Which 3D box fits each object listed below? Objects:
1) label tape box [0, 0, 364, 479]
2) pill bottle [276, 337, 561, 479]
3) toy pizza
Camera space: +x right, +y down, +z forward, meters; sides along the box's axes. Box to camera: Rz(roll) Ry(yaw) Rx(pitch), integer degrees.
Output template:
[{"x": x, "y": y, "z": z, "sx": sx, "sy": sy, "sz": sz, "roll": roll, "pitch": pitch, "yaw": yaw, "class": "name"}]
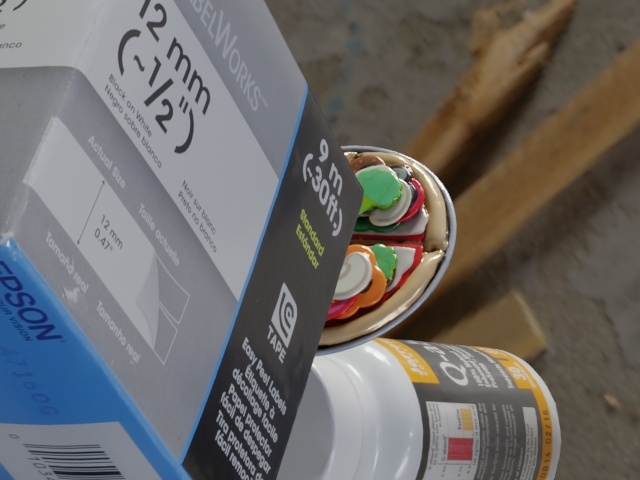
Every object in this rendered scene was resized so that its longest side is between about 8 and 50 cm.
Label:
[{"x": -0.078, "y": -0.056, "z": 0.905, "sx": 0.115, "sy": 0.249, "sz": 0.348, "roll": 0, "pitch": 51, "yaw": 27, "class": "label tape box"}, {"x": 0.059, "y": 0.161, "z": 1.550, "sx": 0.162, "sy": 0.278, "sz": 0.162, "roll": -7, "pitch": 79, "yaw": 42, "class": "pill bottle"}, {"x": 0.000, "y": 0.000, "z": 1.382, "sx": 0.201, "sy": 0.032, "sz": 0.201, "roll": -11, "pitch": 47, "yaw": 12, "class": "toy pizza"}]
